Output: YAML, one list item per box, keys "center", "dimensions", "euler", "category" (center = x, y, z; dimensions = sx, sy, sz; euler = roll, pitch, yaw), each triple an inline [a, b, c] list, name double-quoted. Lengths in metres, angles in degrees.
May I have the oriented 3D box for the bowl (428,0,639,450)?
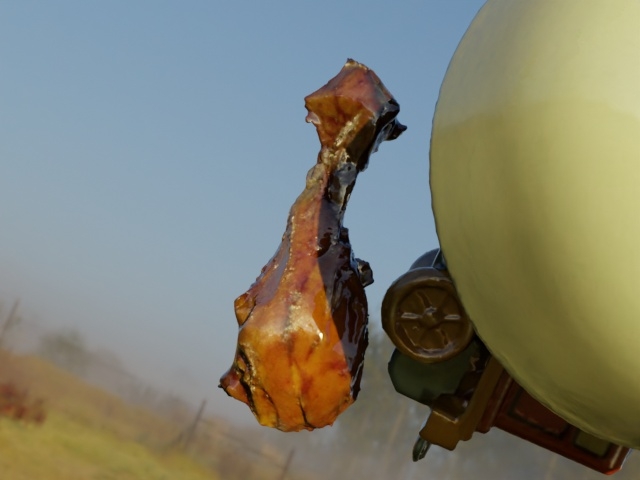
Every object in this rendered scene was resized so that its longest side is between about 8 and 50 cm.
- center: [0.261, -0.045, 0.834]
  dimensions: [0.354, 0.354, 0.185]
  euler: [25, -13, -14]
  category: "bowl"

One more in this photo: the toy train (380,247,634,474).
- center: [0.185, 0.034, 1.137]
  dimensions: [0.231, 0.369, 0.163]
  euler: [25, 12, 5]
  category: "toy train"

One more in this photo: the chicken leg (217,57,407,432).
- center: [0.000, 0.000, 1.112]
  dimensions: [0.113, 0.304, 0.093]
  euler: [14, -10, -12]
  category: "chicken leg"
